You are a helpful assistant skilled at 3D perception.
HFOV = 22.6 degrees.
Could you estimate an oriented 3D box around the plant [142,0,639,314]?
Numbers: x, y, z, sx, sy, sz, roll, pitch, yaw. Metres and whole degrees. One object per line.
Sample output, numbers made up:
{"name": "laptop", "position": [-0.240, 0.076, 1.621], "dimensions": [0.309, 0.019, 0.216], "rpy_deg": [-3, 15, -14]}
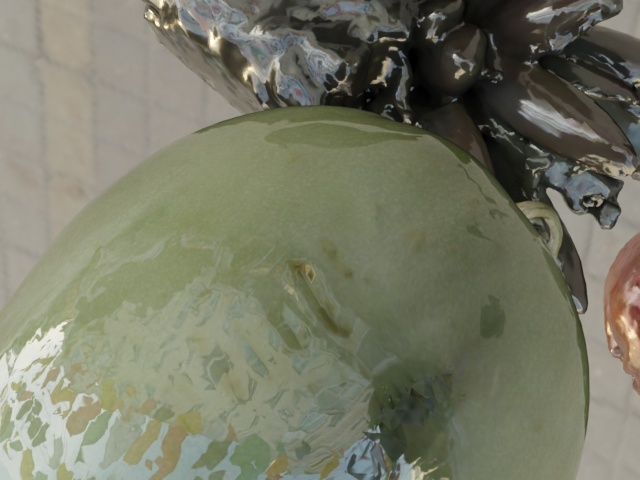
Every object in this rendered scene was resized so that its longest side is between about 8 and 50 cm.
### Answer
{"name": "plant", "position": [0.061, -0.095, 0.919], "dimensions": [0.320, 0.182, 0.194], "rpy_deg": [38, 177, 19]}

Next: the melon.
{"name": "melon", "position": [-0.019, 0.080, 0.713], "dimensions": [0.271, 0.308, 0.272], "rpy_deg": [30, 177, 2]}

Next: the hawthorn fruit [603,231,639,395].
{"name": "hawthorn fruit", "position": [0.286, 0.043, 1.042], "dimensions": [0.200, 0.179, 0.179], "rpy_deg": [-36, 99, 11]}
